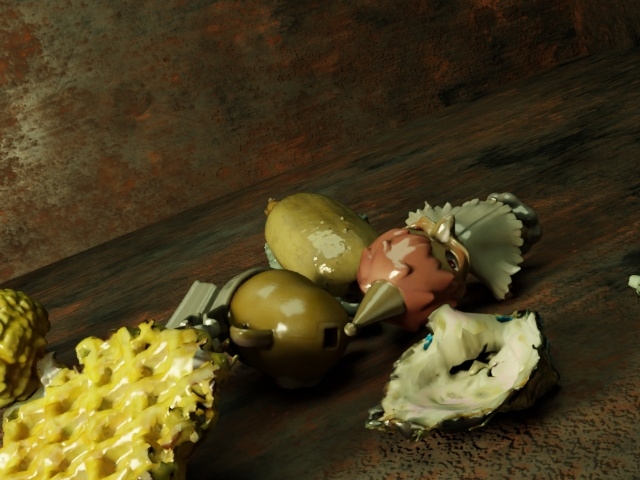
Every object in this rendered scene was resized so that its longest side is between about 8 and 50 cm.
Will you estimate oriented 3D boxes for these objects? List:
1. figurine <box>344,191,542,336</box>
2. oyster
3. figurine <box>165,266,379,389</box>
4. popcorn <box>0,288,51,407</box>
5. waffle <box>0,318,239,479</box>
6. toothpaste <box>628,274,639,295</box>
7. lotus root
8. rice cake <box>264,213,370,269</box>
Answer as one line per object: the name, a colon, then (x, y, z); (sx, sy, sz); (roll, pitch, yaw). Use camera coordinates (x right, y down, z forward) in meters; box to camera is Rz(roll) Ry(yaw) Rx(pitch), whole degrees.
figurine: (0.160, 0.028, 1.147); (0.386, 0.166, 0.207); (-21, 55, -35)
oyster: (0.166, 0.147, 0.907); (0.198, 0.092, 0.260); (-10, 26, 34)
figurine: (-0.074, 0.123, 1.144); (0.342, 0.167, 0.284); (-31, 17, -39)
popcorn: (-0.577, 0.200, 1.471); (0.200, 0.203, 0.226); (-51, 12, -17)
waffle: (-0.267, 0.245, 0.888); (0.379, 0.095, 0.382); (-9, 41, 43)
toothpaste: (0.436, 0.069, 0.942); (0.049, 0.032, 0.204); (-25, 16, -13)
lotus root: (0.000, 0.000, 1.378); (0.169, 0.152, 0.343); (-6, 33, -30)
rice cake: (0.004, 0.026, 1.524); (0.211, 0.124, 0.038); (-11, 23, 11)
